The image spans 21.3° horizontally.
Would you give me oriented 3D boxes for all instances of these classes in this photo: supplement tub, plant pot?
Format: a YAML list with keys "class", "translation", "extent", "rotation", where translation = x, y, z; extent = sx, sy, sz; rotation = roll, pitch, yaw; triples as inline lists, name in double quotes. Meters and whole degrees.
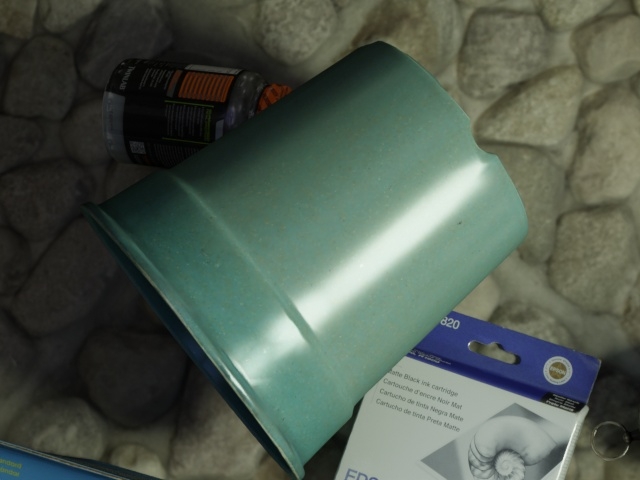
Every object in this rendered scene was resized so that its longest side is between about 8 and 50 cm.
- class: "supplement tub"
  translation: [-0.129, -0.131, 1.834]
  extent: [0.190, 0.117, 0.117]
  rotation: [8, 81, 16]
- class: "plant pot"
  translation: [0.000, 0.000, 1.671]
  extent: [0.334, 0.341, 0.341]
  rotation: [-38, 72, -7]

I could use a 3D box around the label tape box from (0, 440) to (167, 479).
- class: "label tape box"
  translation: [-0.197, 0.278, 1.655]
  extent: [0.240, 0.333, 0.106]
  rotation: [13, 82, 17]

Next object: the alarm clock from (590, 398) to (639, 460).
- class: "alarm clock"
  translation: [0.360, 0.179, 1.674]
  extent: [0.192, 0.064, 0.129]
  rotation: [-14, 76, 8]

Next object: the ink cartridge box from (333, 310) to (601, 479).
- class: "ink cartridge box"
  translation: [0.148, 0.190, 1.736]
  extent: [0.223, 0.045, 0.224]
  rotation: [17, 83, 17]
